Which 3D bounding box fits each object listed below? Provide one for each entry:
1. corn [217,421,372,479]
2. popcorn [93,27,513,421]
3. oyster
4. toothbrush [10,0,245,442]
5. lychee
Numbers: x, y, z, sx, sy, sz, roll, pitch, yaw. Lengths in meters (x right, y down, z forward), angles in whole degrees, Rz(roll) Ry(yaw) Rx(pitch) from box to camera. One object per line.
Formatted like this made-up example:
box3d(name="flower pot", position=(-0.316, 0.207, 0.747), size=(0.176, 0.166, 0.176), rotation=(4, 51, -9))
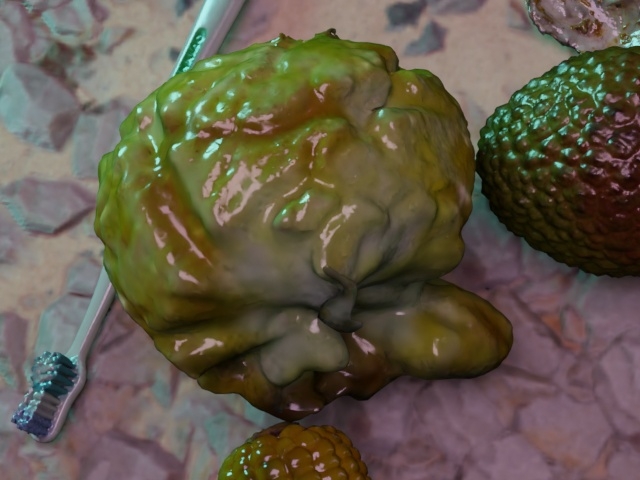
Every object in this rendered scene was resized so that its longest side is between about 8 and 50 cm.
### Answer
box3d(name="corn", position=(0.013, 0.195, 0.816), size=(0.080, 0.080, 0.231), rotation=(-19, 74, 3))
box3d(name="popcorn", position=(0.000, 0.000, 0.825), size=(0.198, 0.198, 0.212), rotation=(-37, 108, -2))
box3d(name="oyster", position=(0.139, -0.121, 0.909), size=(0.083, 0.019, 0.054), rotation=(43, 86, 13))
box3d(name="toothbrush", position=(-0.089, -0.036, 0.918), size=(0.030, 0.030, 0.304), rotation=(21, 77, 12))
box3d(name="lychee", position=(0.146, -0.037, 0.841), size=(0.146, 0.114, 0.114), rotation=(-1, 75, 28))
